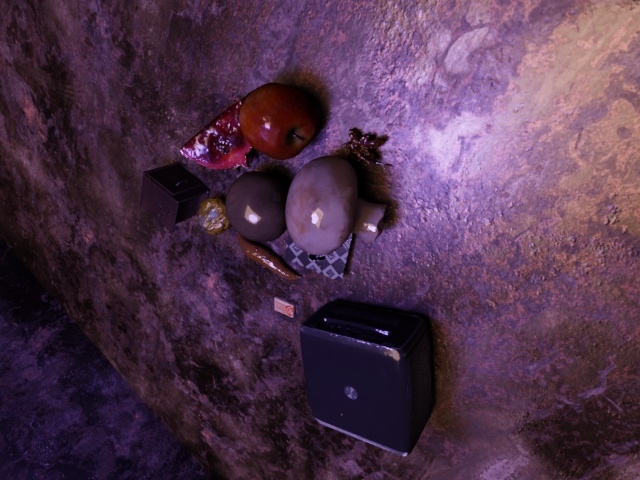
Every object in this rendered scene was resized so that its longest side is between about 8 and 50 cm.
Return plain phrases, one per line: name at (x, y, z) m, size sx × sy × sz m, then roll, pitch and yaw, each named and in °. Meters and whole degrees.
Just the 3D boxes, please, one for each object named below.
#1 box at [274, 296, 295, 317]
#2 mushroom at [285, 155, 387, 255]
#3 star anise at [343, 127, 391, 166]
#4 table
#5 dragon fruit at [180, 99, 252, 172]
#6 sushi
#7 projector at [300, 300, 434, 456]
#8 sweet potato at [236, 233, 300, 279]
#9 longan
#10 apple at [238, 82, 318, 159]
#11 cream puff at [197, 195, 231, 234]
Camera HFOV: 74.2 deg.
box at (-0.143, 0.265, 1.687) m, size 0.093 × 0.015 × 0.058 m, roll 19°, pitch 120°, yaw 27°
mushroom at (0.045, -0.094, 1.253) m, size 0.289 × 0.298 × 0.298 m, roll 11°, pitch 127°, yaw -16°
star anise at (0.136, -0.252, 1.205) m, size 0.190 × 0.070 × 0.098 m, roll 30°, pitch 116°, yaw 34°
table at (-0.575, -0.176, 1.672) m, size 0.193 × 0.169 × 0.173 m, roll 37°, pitch 128°, yaw 15°
dragon fruit at (-0.318, -0.326, 1.446) m, size 0.262 × 0.134 × 0.212 m, roll -33°, pitch 108°, yaw 5°
sushi at (0.000, 0.000, 1.442) m, size 0.231 × 0.047 × 0.220 m, roll 22°, pitch 118°, yaw 20°
projector at (0.159, 0.435, 1.417) m, size 0.394 × 0.242 × 0.406 m, roll 6°, pitch 113°, yaw 35°
sweet potato at (-0.209, 0.064, 1.603) m, size 0.314 × 0.066 × 0.072 m, roll 30°, pitch 166°, yaw 18°
longan at (-0.204, -0.111, 1.414) m, size 0.248 × 0.248 × 0.248 m, roll 15°, pitch 120°, yaw 28°
apple at (-0.130, -0.360, 1.250) m, size 0.229 × 0.230 × 0.230 m, roll 15°, pitch 120°, yaw 28°
cream puff at (-0.398, -0.092, 1.637) m, size 0.146 × 0.116 × 0.146 m, roll 0°, pitch 90°, yaw 14°
